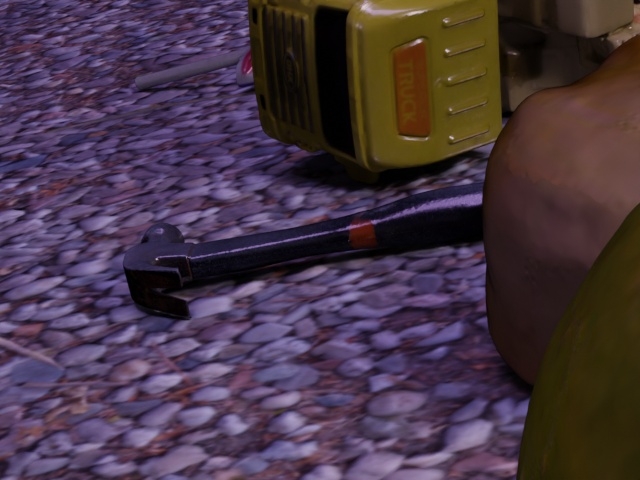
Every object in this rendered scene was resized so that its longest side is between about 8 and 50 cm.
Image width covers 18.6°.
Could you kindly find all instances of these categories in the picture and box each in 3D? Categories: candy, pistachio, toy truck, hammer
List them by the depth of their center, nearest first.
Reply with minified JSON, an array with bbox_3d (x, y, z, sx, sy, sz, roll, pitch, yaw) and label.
[{"bbox_3d":[0.190,0.000,1.058,0.163,0.213,0.260,23,5,-29],"label":"pistachio"},{"bbox_3d":[0.000,0.000,1.376,0.289,0.037,0.137,-10,17,10],"label":"hammer"},{"bbox_3d":[0.153,-0.183,1.612,0.405,0.181,0.254,-19,26,-28],"label":"toy truck"},{"bbox_3d":[-0.047,-0.196,1.943,0.365,0.124,0.124,-11,16,36],"label":"candy"}]

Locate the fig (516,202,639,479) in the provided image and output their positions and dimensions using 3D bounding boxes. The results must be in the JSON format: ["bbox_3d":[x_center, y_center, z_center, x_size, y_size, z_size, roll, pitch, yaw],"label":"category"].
[{"bbox_3d":[0.183,0.104,0.599,0.258,0.258,0.326,-7,32,19],"label":"fig"}]
